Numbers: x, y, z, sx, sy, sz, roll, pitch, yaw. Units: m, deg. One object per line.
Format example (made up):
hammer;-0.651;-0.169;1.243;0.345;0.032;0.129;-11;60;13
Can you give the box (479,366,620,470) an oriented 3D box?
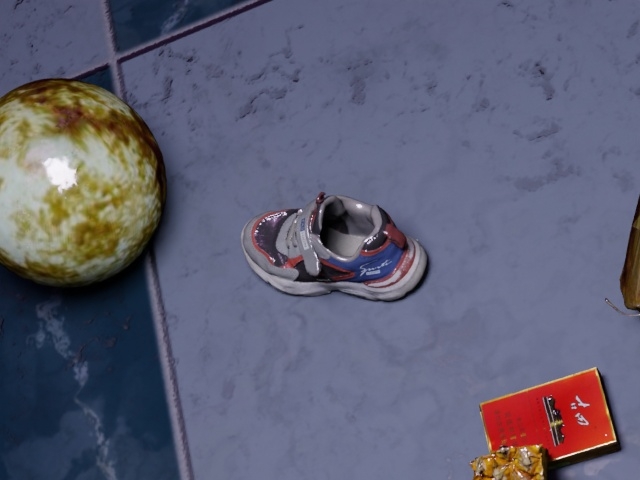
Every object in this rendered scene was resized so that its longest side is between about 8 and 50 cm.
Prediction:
box;0.235;0.192;1.951;0.133;0.023;0.090;-18;58;14

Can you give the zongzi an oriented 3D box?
zongzi;0.348;-0.024;1.928;0.084;0.184;0.187;17;69;31

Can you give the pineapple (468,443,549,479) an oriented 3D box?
pineapple;0.209;0.254;1.896;0.114;0.077;0.114;-25;84;47

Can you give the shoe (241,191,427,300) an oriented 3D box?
shoe;0.000;-0.001;2.106;0.227;0.125;0.099;8;68;25

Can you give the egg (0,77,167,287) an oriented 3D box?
egg;-0.302;-0.075;2.217;0.238;0.238;0.289;-30;31;5
